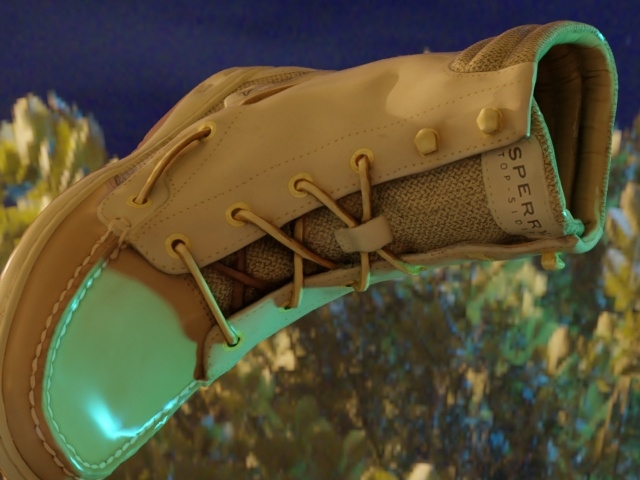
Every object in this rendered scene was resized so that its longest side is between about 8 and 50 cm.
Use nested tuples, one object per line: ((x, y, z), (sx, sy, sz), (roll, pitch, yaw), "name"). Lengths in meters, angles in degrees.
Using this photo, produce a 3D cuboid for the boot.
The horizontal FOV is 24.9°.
((0.000, 0.000, 0.582), (0.203, 0.095, 0.262), (-5, -149, 33), "boot")
